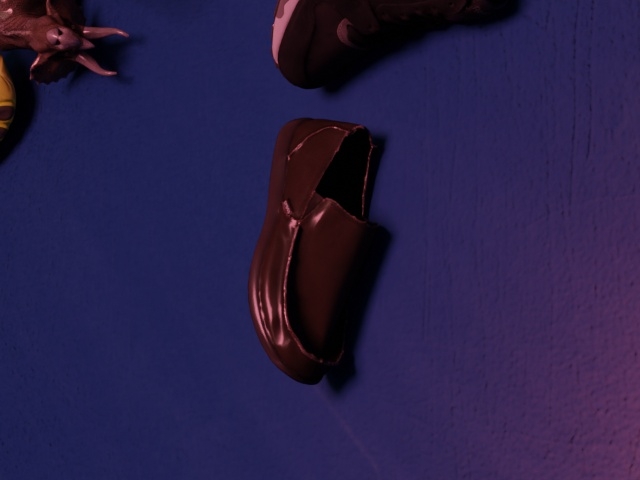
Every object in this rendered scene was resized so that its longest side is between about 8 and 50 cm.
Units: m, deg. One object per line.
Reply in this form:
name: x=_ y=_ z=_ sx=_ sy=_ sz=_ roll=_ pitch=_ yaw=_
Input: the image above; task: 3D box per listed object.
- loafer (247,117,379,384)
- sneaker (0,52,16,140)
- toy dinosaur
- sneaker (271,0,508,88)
loafer: x=0.000 y=0.000 z=1.334 sx=0.078 sy=0.080 sz=0.220 roll=-15 pitch=64 yaw=40
sneaker: x=-0.402 y=-0.088 z=1.752 sx=0.295 sy=0.109 sz=0.123 roll=-40 pitch=32 yaw=24
toy dinosaur: x=-0.297 y=-0.253 z=1.687 sx=0.121 sy=0.160 sz=0.313 roll=-58 pitch=32 yaw=34
sneaker: x=0.072 y=-0.198 z=1.332 sx=0.124 sy=0.107 sz=0.283 roll=53 pitch=124 yaw=20
